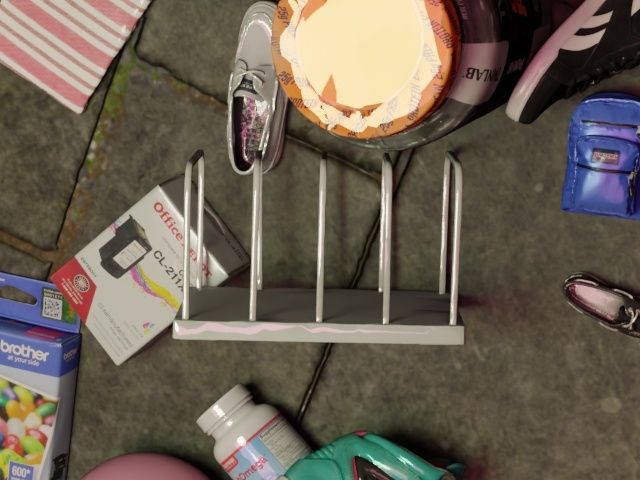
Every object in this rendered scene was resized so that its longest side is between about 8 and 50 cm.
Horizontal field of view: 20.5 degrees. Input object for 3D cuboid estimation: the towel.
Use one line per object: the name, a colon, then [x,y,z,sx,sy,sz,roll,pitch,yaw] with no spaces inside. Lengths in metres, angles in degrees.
towel: [-0.269,-0.252,1.918,0.144,0.029,0.197,37,110,6]

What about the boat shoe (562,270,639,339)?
boat shoe: [0.302,0.070,1.782,0.125,0.038,0.046,30,109,11]

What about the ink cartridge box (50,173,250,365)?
ink cartridge box: [-0.185,0.031,1.921,0.175,0.072,0.127,-39,87,22]

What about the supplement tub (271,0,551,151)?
supplement tub: [0.086,-0.196,1.640,0.207,0.338,0.207,4,103,17]

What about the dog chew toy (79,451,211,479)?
dog chew toy: [-0.219,0.350,1.859,0.206,0.332,0.207,4,102,19]

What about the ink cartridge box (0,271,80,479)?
ink cartridge box: [-0.377,0.191,2.029,0.185,0.065,0.311,12,103,16]

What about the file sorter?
file sorter: [0.000,0.000,1.753,0.277,0.193,0.173,1,98,0]

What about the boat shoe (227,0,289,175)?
boat shoe: [-0.069,-0.157,1.848,0.066,0.063,0.184,15,106,15]

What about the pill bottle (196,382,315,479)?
pill bottle: [-0.058,0.235,1.912,0.087,0.087,0.160,-44,85,21]

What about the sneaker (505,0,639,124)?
sneaker: [0.284,-0.173,1.679,0.121,0.079,0.217,39,83,10]

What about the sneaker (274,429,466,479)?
sneaker: [0.098,0.311,1.845,0.178,0.124,0.295,-42,100,-12]

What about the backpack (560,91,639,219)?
backpack: [0.288,-0.083,1.724,0.098,0.101,0.120,7,99,11]
